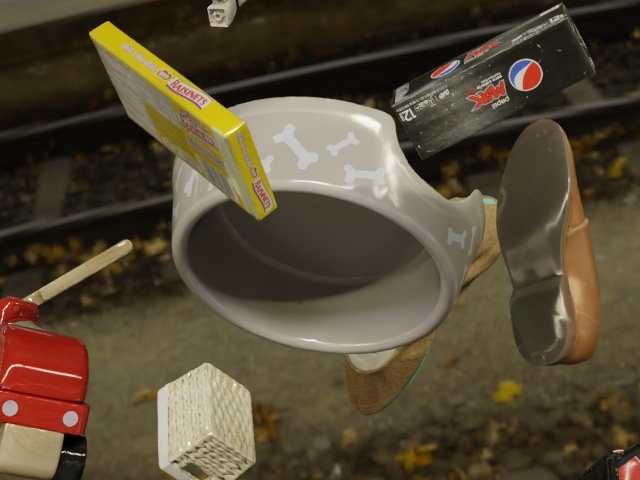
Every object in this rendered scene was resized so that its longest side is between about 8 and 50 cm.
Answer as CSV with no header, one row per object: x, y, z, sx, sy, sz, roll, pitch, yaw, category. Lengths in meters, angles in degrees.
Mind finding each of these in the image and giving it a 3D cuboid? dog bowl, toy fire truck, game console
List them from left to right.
-0.271,0.106,1.413,0.159,0.246,0.217,14,-2,-24,toy fire truck
0.000,0.000,1.540,0.349,0.348,0.102,-3,52,21,dog bowl
0.317,0.276,1.566,0.071,0.122,0.107,12,55,-15,game console

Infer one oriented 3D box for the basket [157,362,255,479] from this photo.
-0.170,0.280,2.152,0.103,0.113,0.167,-38,34,21,basket

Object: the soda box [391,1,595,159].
0.148,-0.137,1.240,0.169,0.060,0.053,-26,20,15,soda box

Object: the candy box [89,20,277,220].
-0.118,-0.104,1.220,0.027,0.105,0.206,-37,50,-18,candy box

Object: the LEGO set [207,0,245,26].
-0.062,-0.316,1.304,0.087,0.227,0.093,7,33,24,LEGO set

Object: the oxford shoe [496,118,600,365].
0.201,0.003,1.226,0.076,0.212,0.076,7,-12,-43,oxford shoe

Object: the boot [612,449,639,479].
0.393,0.388,2.010,0.088,0.176,0.244,24,69,17,boot

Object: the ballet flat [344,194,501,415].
0.110,0.076,1.834,0.124,0.342,0.116,19,26,-46,ballet flat
